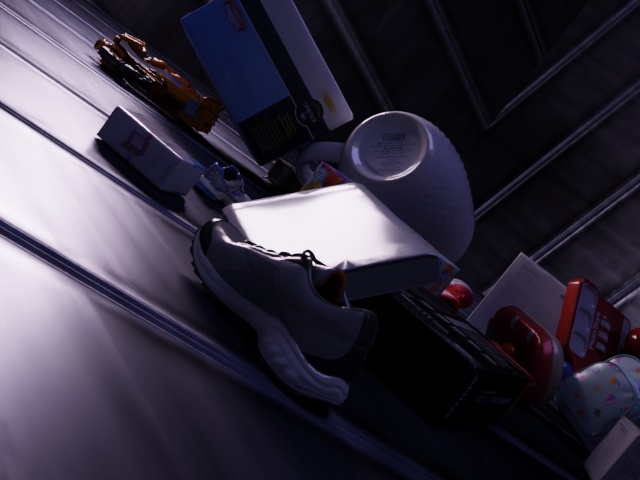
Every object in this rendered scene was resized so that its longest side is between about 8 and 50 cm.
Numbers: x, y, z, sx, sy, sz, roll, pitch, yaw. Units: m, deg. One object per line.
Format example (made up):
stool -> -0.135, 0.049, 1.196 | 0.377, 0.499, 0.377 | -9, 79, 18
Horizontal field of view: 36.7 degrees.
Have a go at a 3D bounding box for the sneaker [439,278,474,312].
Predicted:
sneaker -> 0.307, 0.150, 2.298 | 0.221, 0.087, 0.128 | 17, 27, -39

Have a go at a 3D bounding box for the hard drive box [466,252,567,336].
hard drive box -> 0.455, 0.172, 2.191 | 0.181, 0.232, 0.089 | 40, 7, 11

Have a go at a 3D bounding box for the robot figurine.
robot figurine -> -0.339, -0.336, 2.019 | 0.291, 0.085, 0.211 | 37, 6, -15

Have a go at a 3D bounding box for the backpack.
backpack -> 0.561, 0.309, 1.849 | 0.144, 0.188, 0.166 | 57, 4, -47

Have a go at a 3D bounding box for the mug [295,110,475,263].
mug -> 0.124, -0.117, 2.018 | 0.374, 0.276, 0.328 | 12, -23, 20

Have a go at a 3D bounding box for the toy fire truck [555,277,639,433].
toy fire truck -> 0.569, 0.261, 2.042 | 0.254, 0.302, 0.169 | 34, -24, -33

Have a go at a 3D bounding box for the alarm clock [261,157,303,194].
alarm clock -> -0.045, -0.117, 2.205 | 0.192, 0.064, 0.129 | 32, 8, -21

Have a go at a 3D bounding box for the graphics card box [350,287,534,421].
graphics card box -> 0.150, 0.144, 1.331 | 0.233, 0.094, 0.371 | 41, 6, 23

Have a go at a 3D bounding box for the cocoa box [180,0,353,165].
cocoa box -> -0.116, -0.359, 2.060 | 0.347, 0.228, 0.231 | 61, 0, -7

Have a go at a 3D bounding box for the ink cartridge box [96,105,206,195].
ink cartridge box -> -0.225, -0.119, 1.289 | 0.122, 0.052, 0.088 | 41, 7, 14

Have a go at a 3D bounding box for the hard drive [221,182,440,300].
hard drive -> 0.000, 0.000, 1.203 | 0.307, 0.203, 0.040 | -128, -151, -67

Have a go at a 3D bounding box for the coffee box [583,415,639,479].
coffee box -> 0.596, 0.441, 1.593 | 0.297, 0.119, 0.168 | 39, 5, 8

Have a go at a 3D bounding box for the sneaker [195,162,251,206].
sneaker -> -0.137, -0.082, 1.491 | 0.052, 0.058, 0.135 | 42, 7, 27

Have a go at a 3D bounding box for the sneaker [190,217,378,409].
sneaker -> -0.034, 0.048, 0.942 | 0.100, 0.108, 0.271 | 29, 10, -45

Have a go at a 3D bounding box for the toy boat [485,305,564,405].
toy boat -> 0.372, 0.228, 1.908 | 0.151, 0.151, 0.231 | 2, 22, -22

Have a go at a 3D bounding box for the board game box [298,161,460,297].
board game box -> 0.073, 0.010, 1.620 | 0.142, 0.144, 0.275 | 31, 9, -45
